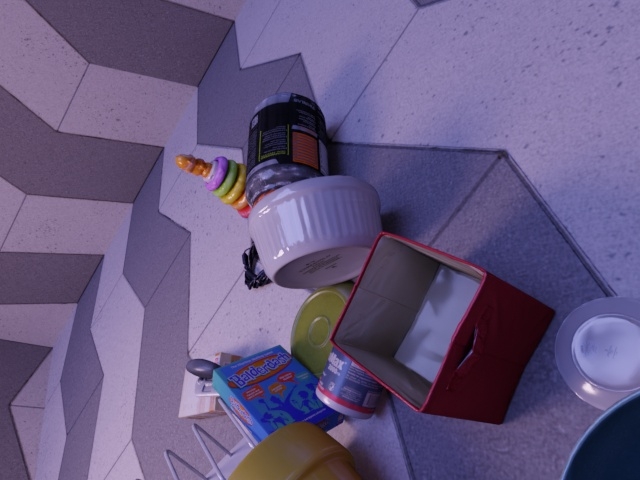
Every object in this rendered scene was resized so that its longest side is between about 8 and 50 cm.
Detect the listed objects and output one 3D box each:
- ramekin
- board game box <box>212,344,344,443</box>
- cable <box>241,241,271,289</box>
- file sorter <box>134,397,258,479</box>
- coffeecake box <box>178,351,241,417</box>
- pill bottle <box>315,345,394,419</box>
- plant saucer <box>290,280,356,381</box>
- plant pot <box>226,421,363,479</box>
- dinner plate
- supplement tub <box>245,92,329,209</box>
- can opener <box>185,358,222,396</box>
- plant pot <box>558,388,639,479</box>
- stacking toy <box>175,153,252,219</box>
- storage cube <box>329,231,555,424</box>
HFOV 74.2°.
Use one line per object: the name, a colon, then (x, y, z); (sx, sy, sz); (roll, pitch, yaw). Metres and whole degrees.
ramekin: (0.000, 0.000, 0.828); (0.273, 0.273, 0.127); (-32, 61, 37)
board game box: (-0.081, 0.292, 0.796); (0.210, 0.160, 0.047); (29, 120, 41)
cable: (-0.162, 0.056, 1.164); (0.185, 0.047, 0.150); (-22, 54, 42)
file sorter: (-0.209, 0.463, 0.758); (0.278, 0.173, 0.193); (-43, 36, -18)
coffeecake box: (-0.292, 0.387, 1.118); (0.186, 0.068, 0.142); (-28, 50, 40)
pill bottle: (0.072, 0.203, 0.740); (0.108, 0.108, 0.179); (16, 83, 53)
plant saucer: (0.009, 0.194, 0.884); (0.241, 0.037, 0.240); (-27, 52, 40)
plant pot: (0.003, 0.437, 0.600); (0.239, 0.254, 0.253); (22, 88, 39)
dinner plate: (0.355, 0.134, 0.509); (0.141, 0.017, 0.141); (-30, 48, 40)
supplement tub: (-0.082, -0.189, 1.069); (0.207, 0.207, 0.337); (-31, 48, 38)
can opener: (-0.192, 0.314, 0.966); (0.281, 0.093, 0.074); (-10, 47, 26)
plant pot: (0.353, 0.251, 0.293); (0.290, 0.196, 0.289); (-27, 51, 40)
stacking toy: (-0.273, -0.176, 1.217); (0.175, 0.302, 0.165); (21, 88, 54)
storage cube: (0.167, 0.119, 0.599); (0.215, 0.193, 0.183); (25, 91, 55)
